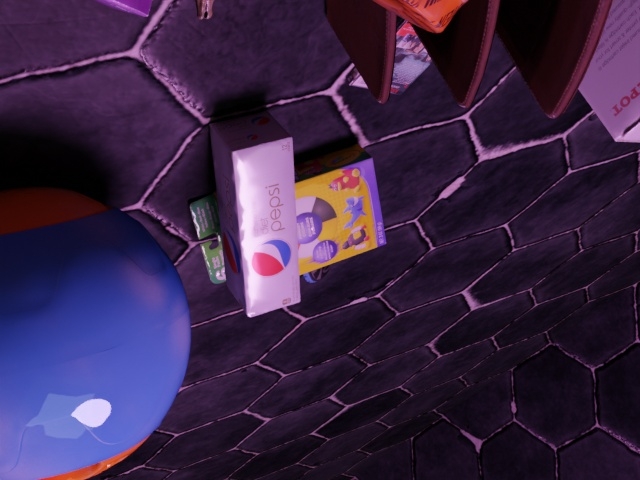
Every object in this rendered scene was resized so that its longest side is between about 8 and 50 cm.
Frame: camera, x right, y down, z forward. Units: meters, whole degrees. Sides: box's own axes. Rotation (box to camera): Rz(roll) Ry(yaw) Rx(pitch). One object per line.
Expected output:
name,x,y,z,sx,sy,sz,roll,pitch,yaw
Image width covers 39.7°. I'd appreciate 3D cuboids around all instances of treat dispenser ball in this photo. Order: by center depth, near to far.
treat dispenser ball,-0.270,0.092,0.861,0.288,0.288,0.288,-21,155,-10

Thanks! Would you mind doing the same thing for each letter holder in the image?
letter holder,0.107,-0.219,0.690,0.151,0.215,0.302,-22,156,-7

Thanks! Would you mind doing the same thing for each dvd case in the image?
dvd case,0.093,-0.204,0.951,0.087,0.013,0.119,0,144,-44

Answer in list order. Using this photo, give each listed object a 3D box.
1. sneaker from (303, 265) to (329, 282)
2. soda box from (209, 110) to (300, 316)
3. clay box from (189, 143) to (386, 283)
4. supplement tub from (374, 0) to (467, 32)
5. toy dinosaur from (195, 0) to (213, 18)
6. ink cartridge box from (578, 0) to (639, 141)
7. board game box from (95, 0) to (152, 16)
sneaker,0.000,0.000,1.200,0.078,0.067,0.188,-16,152,-5
soda box,-0.070,-0.026,0.972,0.069,0.074,0.216,-16,127,-20
clay box,-0.036,-0.021,1.077,0.221,0.053,0.128,-21,123,-13
supplement tub,0.088,-0.288,0.429,0.338,0.207,0.207,-56,148,10
toy dinosaur,-0.101,-0.237,0.677,0.092,0.053,0.183,-31,168,-28
ink cartridge box,0.312,-0.224,0.878,0.093,0.213,0.154,-3,147,-41
board game box,-0.188,-0.258,0.400,0.346,0.056,0.208,11,103,-53
